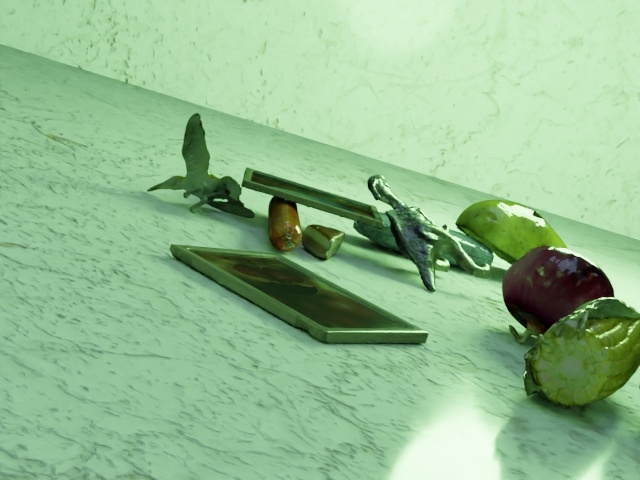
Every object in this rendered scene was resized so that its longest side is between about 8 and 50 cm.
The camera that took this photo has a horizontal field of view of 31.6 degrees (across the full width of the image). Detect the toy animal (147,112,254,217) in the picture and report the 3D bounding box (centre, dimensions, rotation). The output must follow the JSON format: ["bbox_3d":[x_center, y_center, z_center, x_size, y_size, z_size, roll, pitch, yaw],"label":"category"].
[{"bbox_3d":[-0.208,-0.092,1.839,0.155,0.219,0.095,-18,34,-1],"label":"toy animal"}]

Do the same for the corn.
[{"bbox_3d":[0.340,0.140,1.445,0.123,0.122,0.305,-16,-5,24],"label":"corn"}]

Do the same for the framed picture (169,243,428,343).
[{"bbox_3d":[-0.031,0.070,1.474,0.290,0.020,0.211,27,14,38],"label":"framed picture"}]

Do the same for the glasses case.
[{"bbox_3d":[0.194,-0.001,2.112,0.283,0.067,0.109,12,9,-23],"label":"glasses case"}]

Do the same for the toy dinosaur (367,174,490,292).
[{"bbox_3d":[0.170,-0.008,1.942,0.162,0.077,0.294,20,20,-39],"label":"toy dinosaur"}]

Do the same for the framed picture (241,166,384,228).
[{"bbox_3d":[-0.016,-0.075,1.964,0.250,0.016,0.184,16,9,-4],"label":"framed picture"}]

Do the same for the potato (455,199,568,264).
[{"bbox_3d":[0.392,-0.008,2.215,0.272,0.111,0.160,30,2,-24],"label":"potato"}]

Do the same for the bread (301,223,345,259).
[{"bbox_3d":[0.000,0.000,1.824,0.062,0.043,0.109,21,12,6],"label":"bread"}]

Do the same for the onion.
[{"bbox_3d":[0.355,0.090,1.691,0.177,0.153,0.177,17,-1,0],"label":"onion"}]

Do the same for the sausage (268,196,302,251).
[{"bbox_3d":[-0.060,-0.033,1.864,0.053,0.053,0.348,17,10,-6],"label":"sausage"}]
